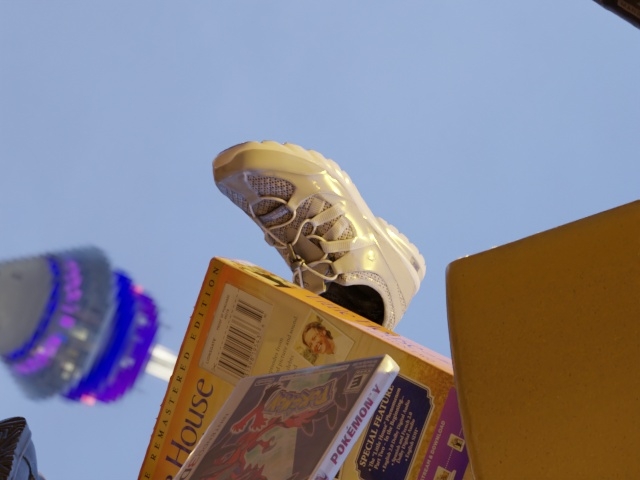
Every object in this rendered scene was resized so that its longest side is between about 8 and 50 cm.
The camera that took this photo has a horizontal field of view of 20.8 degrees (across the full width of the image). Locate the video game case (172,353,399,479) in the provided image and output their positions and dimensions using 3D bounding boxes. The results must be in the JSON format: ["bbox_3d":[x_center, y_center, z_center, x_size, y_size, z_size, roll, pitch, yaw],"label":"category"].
[{"bbox_3d":[-0.046,0.175,1.429,0.201,0.023,0.183,-14,-145,49],"label":"video game case"}]

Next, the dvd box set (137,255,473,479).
[{"bbox_3d":[0.015,0.228,1.608,0.420,0.062,0.307,24,-81,36],"label":"dvd box set"}]

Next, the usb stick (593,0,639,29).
[{"bbox_3d":[0.318,-0.217,1.592,0.278,0.045,0.077,40,-42,35],"label":"usb stick"}]

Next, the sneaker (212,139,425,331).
[{"bbox_3d":[0.000,0.000,1.810,0.105,0.281,0.115,-29,-145,43],"label":"sneaker"}]

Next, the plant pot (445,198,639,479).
[{"bbox_3d":[0.195,0.113,0.868,0.212,0.212,0.187,-19,-133,37],"label":"plant pot"}]

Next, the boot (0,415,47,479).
[{"bbox_3d":[-0.290,0.303,1.745,0.076,0.208,0.189,-9,-155,21],"label":"boot"}]
